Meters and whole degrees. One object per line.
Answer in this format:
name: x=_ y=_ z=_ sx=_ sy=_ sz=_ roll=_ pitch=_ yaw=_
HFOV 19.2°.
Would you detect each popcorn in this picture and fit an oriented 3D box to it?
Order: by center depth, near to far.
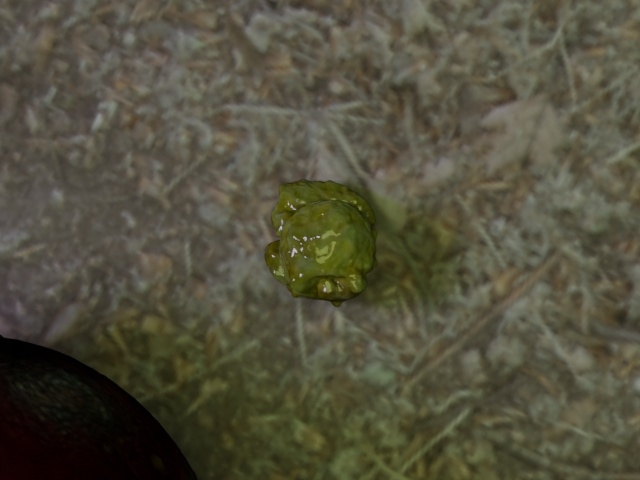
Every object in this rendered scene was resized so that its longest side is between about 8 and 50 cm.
popcorn: x=0.003 y=-0.001 z=1.054 sx=0.059 sy=0.068 sz=0.083 roll=1 pitch=51 yaw=-22

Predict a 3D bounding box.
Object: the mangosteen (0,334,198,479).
mangosteen: x=-0.219 y=0.163 z=0.940 sx=0.306 sy=0.306 sz=0.359 roll=-39 pitch=79 yaw=1
